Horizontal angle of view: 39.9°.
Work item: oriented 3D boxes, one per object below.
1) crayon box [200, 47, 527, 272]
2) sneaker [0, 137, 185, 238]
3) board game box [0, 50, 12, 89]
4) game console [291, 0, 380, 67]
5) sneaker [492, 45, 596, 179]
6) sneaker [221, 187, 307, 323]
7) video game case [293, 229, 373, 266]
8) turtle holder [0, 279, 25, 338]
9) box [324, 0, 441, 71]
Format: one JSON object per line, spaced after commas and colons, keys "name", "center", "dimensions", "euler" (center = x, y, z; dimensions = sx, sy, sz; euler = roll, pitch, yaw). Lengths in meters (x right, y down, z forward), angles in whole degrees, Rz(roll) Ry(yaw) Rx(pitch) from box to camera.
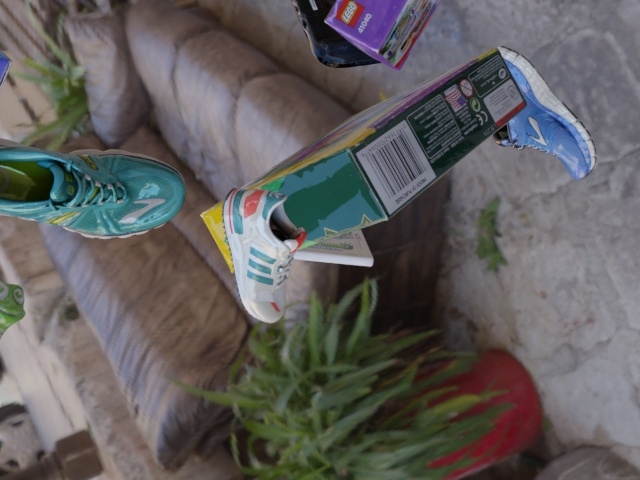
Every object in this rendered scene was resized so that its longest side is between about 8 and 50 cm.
{"name": "crayon box", "center": [0.061, -0.110, 1.213], "dimensions": [0.313, 0.363, 0.106], "euler": [-20, 103, 48]}
{"name": "sneaker", "center": [-0.277, -0.054, 0.980], "dimensions": [0.110, 0.275, 0.107], "euler": [10, 96, 61]}
{"name": "board game box", "center": [-0.467, -0.169, 0.749], "dimensions": [0.232, 0.291, 0.141], "euler": [40, 111, 23]}
{"name": "game console", "center": [-0.012, -0.325, 1.048], "dimensions": [0.044, 0.213, 0.361], "euler": [81, 172, -53]}
{"name": "sneaker", "center": [0.419, -0.231, 1.766], "dimensions": [0.330, 0.147, 0.130], "euler": [42, -171, -20]}
{"name": "sneaker", "center": [-0.050, 0.019, 0.932], "dimensions": [0.075, 0.057, 0.161], "euler": [-1, 116, 23]}
{"name": "video game case", "center": [0.000, 0.000, 1.471], "dimensions": [0.143, 0.157, 0.019], "euler": [-107, 25, -65]}
{"name": "turtle holder", "center": [-0.618, 0.076, 1.253], "dimensions": [0.320, 0.228, 0.243], "euler": [4, 155, 23]}
{"name": "box", "center": [0.114, -0.299, 0.791], "dimensions": [0.057, 0.293, 0.201], "euler": [32, -170, 6]}
